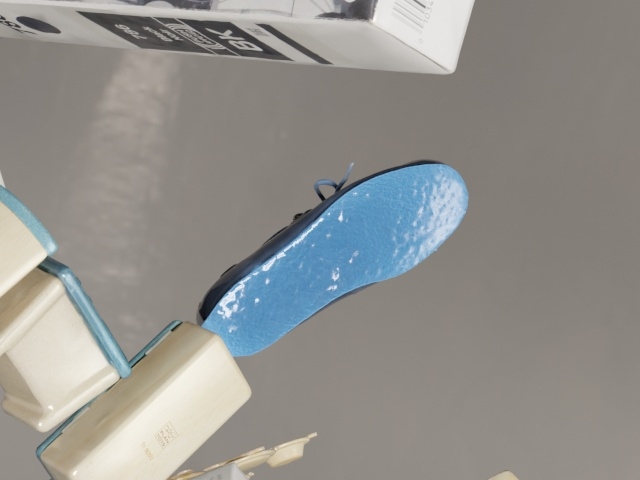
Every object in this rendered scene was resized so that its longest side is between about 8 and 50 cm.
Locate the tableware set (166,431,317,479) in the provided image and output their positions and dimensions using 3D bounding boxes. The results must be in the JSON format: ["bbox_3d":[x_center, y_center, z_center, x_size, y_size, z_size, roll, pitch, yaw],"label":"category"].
[{"bbox_3d":[-0.085,0.216,1.717,0.141,0.168,0.020,-25,76,19],"label":"tableware set"}]

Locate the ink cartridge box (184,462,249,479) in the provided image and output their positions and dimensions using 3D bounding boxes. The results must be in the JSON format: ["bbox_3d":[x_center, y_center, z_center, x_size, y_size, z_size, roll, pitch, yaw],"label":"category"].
[{"bbox_3d":[-0.135,0.271,1.333,0.208,0.087,0.153,-23,35,16],"label":"ink cartridge box"}]

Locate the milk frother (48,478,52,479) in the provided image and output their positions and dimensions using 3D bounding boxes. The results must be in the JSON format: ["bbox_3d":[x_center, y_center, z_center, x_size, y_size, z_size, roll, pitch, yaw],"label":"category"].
[{"bbox_3d":[-0.220,0.300,1.717,0.129,0.135,0.143,-37,79,3],"label":"milk frother"}]

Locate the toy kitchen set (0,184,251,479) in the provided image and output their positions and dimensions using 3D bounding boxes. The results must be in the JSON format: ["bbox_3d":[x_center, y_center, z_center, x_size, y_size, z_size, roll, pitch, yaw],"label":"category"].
[{"bbox_3d":[-0.169,0.035,1.067,0.122,0.207,0.166,-43,37,-23],"label":"toy kitchen set"}]

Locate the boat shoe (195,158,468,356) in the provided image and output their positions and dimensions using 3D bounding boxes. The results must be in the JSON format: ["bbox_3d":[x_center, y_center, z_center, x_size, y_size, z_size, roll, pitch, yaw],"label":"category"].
[{"bbox_3d":[0.000,0.000,1.556,0.109,0.258,0.089,68,167,-16],"label":"boat shoe"}]

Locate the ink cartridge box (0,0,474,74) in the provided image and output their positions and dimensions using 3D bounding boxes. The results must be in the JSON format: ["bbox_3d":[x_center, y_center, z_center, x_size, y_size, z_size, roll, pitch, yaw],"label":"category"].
[{"bbox_3d":[-0.065,-0.168,0.806,0.332,0.065,0.165,8,79,41],"label":"ink cartridge box"}]

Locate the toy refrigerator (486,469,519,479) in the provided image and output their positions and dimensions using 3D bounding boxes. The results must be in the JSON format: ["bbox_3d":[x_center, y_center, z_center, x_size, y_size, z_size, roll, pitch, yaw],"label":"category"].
[{"bbox_3d":[0.209,0.333,1.566,0.269,0.094,0.102,46,137,26],"label":"toy refrigerator"}]

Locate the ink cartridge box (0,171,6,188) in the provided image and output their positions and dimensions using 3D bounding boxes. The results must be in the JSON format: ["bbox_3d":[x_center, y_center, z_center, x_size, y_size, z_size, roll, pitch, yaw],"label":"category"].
[{"bbox_3d":[-0.435,-0.042,1.680,0.160,0.279,0.385,-6,107,27],"label":"ink cartridge box"}]
